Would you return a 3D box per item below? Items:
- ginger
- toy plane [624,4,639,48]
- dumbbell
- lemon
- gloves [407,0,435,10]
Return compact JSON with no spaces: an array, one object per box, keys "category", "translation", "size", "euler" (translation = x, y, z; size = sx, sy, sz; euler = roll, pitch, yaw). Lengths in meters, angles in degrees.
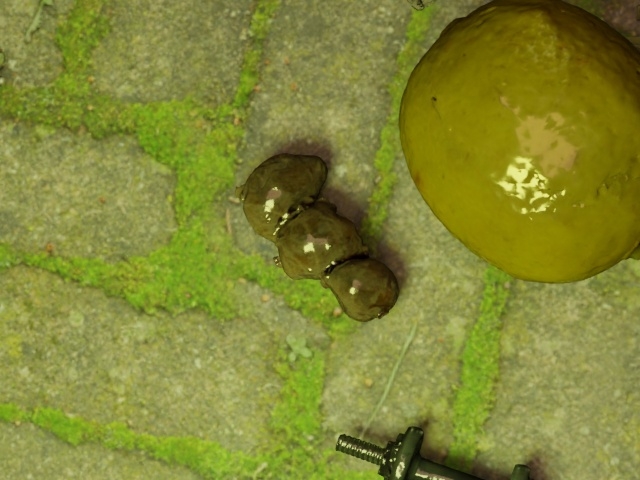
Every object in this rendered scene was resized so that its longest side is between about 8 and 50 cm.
[{"category":"ginger","translation":[0.000,0.000,1.510],"size":[0.104,0.080,0.204],"euler":[-36,78,-1]},{"category":"toy plane","translation":[0.418,-0.213,1.427],"size":[0.244,0.229,0.092],"euler":[-24,123,-16]},{"category":"dumbbell","translation":[0.136,0.242,1.464],"size":[0.254,0.081,0.081],"euler":[18,88,11]},{"category":"lemon","translation":[0.208,-0.098,1.399],"size":[0.260,0.260,0.284],"euler":[-19,84,8]},{"category":"gloves","translation":[0.110,-0.271,1.536],"size":[0.044,0.037,0.081],"euler":[45,83,-15]}]
